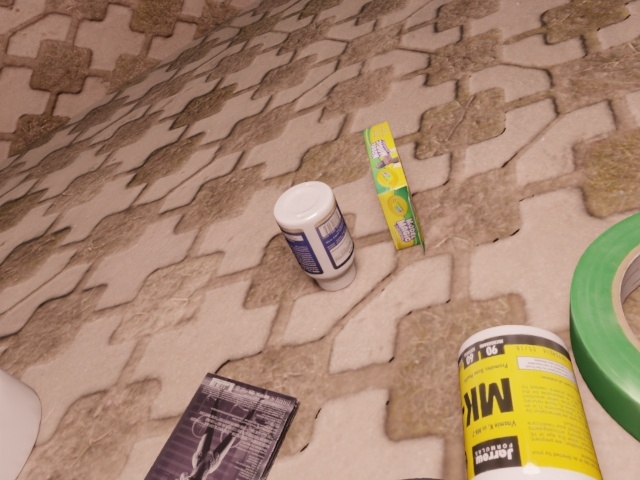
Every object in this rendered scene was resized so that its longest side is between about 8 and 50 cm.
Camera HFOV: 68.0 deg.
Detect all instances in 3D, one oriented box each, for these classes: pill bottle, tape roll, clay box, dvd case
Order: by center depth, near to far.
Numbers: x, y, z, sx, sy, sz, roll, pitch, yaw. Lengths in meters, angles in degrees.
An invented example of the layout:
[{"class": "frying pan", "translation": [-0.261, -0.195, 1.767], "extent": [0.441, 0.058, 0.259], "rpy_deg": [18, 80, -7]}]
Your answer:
[{"class": "pill bottle", "translation": [0.202, 0.200, 0.465], "extent": [0.119, 0.119, 0.209], "rpy_deg": [-9, 43, 19]}, {"class": "tape roll", "translation": [0.439, 0.089, 0.492], "extent": [0.321, 0.077, 0.321], "rpy_deg": [-14, 43, 13]}, {"class": "dvd case", "translation": [-0.142, 0.291, 0.623], "extent": [0.164, 0.018, 0.221], "rpy_deg": [5, 49, 30]}, {"class": "pill bottle", "translation": [0.000, 0.000, 0.737], "extent": [0.094, 0.169, 0.094], "rpy_deg": [-14, 42, 13]}, {"class": "tape roll", "translation": [-0.605, 0.334, 0.753], "extent": [0.286, 0.100, 0.286], "rpy_deg": [-14, 42, 13]}, {"class": "clay box", "translation": [0.123, -0.086, 0.797], "extent": [0.053, 0.127, 0.222], "rpy_deg": [-16, 41, 12]}]

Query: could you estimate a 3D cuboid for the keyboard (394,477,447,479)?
[{"class": "keyboard", "translation": [0.069, 0.376, 0.408], "extent": [0.201, 0.033, 0.317], "rpy_deg": [-16, 39, 11]}]
